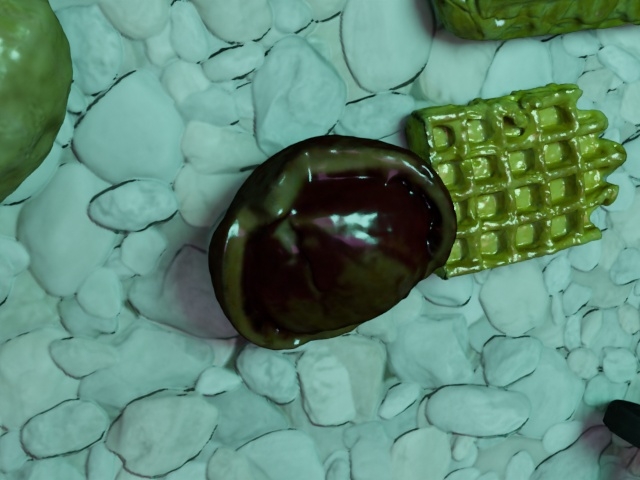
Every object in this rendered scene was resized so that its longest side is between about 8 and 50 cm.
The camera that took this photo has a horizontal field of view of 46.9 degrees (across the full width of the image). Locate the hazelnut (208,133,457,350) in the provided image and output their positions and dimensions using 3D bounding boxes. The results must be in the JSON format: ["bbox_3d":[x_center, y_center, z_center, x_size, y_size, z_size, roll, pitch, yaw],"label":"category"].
[{"bbox_3d":[0.005,0.005,0.613,0.170,0.160,0.202,43,82,-19],"label":"hazelnut"}]

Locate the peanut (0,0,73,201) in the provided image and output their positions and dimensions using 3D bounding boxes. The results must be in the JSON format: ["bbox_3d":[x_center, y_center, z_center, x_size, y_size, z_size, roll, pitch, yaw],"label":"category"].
[{"bbox_3d":[-0.323,-0.030,0.501,0.387,0.192,0.169,-49,121,-1],"label":"peanut"}]

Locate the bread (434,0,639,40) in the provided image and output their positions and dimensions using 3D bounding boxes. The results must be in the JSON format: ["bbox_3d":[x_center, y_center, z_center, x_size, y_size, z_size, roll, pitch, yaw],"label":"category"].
[{"bbox_3d":[0.227,-0.237,0.664,0.269,0.098,0.087,-9,61,-12],"label":"bread"}]

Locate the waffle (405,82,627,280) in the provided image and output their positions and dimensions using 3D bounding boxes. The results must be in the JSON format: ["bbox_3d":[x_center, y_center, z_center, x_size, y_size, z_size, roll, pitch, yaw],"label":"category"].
[{"bbox_3d":[0.194,-0.065,0.702,0.210,0.055,0.160,-14,104,-11],"label":"waffle"}]

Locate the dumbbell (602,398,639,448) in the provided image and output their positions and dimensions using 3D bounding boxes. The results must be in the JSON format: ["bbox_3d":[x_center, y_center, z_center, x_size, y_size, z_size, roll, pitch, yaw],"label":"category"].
[{"bbox_3d":[0.337,0.270,0.756,0.143,0.143,0.325,19,95,-17],"label":"dumbbell"}]
